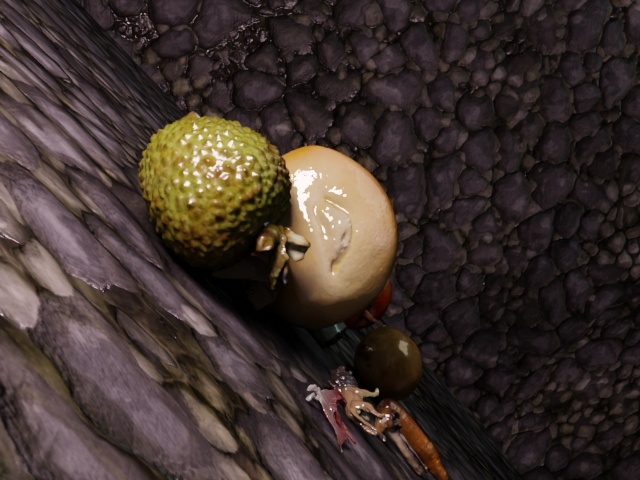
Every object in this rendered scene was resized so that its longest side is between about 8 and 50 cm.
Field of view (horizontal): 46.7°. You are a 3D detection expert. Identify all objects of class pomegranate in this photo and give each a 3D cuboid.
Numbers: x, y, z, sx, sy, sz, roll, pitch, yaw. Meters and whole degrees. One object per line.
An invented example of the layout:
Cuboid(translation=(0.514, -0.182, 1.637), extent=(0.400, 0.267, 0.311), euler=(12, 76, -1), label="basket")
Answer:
Cuboid(translation=(0.163, 0.304, 1.855), extent=(0.196, 0.196, 0.196), euler=(47, 3, -4), label="pomegranate")

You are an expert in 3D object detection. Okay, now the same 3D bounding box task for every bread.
Cuboid(translation=(0.000, 0.000, 1.529), extent=(0.376, 0.252, 0.348), euler=(128, -54, -69), label="bread")

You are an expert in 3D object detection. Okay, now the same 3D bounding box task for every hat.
Cuboid(translation=(-0.161, 0.043, 1.457), extent=(0.147, 0.085, 0.175), euler=(42, 7, -48), label="hat")

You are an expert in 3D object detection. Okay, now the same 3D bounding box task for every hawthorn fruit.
Cuboid(translation=(0.094, 0.163, 2.261), extent=(0.231, 0.263, 0.235), euler=(29, -38, -2), label="hawthorn fruit")

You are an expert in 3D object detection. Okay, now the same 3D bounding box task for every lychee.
Cuboid(translation=(-0.170, -0.076, 1.279), extent=(0.319, 0.270, 0.270), euler=(27, -9, 35), label="lychee")

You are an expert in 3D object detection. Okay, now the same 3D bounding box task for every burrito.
Cuboid(translation=(-0.025, 0.158, 1.847), extent=(0.229, 0.089, 0.144), euler=(50, 1, 10), label="burrito")

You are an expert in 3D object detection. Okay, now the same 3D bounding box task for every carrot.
Cuboid(translation=(0.217, 0.458, 1.697), extent=(0.248, 0.059, 0.059), euler=(50, 3, -4), label="carrot")

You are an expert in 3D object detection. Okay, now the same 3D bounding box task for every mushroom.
Cuboid(translation=(0.168, 0.427, 1.544), extent=(0.187, 0.061, 0.060), euler=(58, 14, -15), label="mushroom")

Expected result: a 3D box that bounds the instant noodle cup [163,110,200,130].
Cuboid(translation=(-0.403, -0.322, 2.297), extent=(0.151, 0.122, 0.151), euler=(48, 6, -6), label="instant noodle cup")

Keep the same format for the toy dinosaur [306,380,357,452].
Cuboid(translation=(0.020, 0.296, 1.277), extent=(0.108, 0.032, 0.220), euler=(50, 12, -16), label="toy dinosaur")

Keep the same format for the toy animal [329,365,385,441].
Cuboid(translation=(0.082, 0.326, 1.442), extent=(0.086, 0.069, 0.220), euler=(20, 12, -30), label="toy animal")
